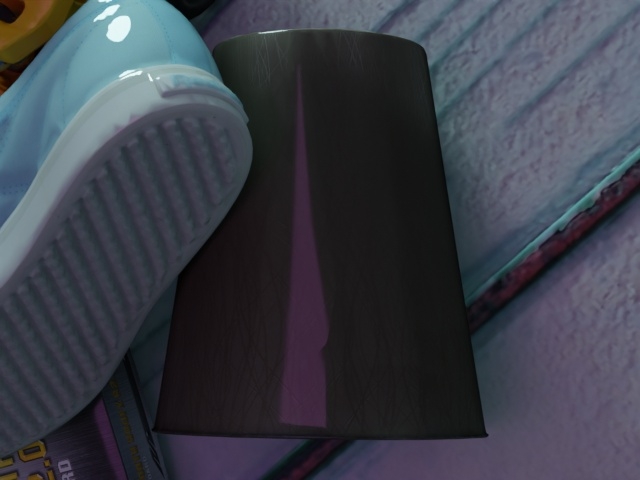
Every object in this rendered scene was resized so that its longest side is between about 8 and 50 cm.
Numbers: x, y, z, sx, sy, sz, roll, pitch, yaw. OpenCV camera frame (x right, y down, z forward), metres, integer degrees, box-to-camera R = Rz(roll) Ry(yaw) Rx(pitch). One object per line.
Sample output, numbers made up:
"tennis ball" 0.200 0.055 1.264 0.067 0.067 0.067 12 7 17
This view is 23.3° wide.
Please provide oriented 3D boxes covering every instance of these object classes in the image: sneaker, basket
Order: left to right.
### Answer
"sneaker" -0.177 0.001 0.923 0.366 0.135 0.150 -43 47 25
"basket" 0.000 0.000 0.909 0.204 0.154 0.227 -1 85 27

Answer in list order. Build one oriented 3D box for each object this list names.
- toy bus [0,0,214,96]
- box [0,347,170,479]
"toy bus" -0.176 -0.165 0.952 0.149 0.211 0.220 32 103 19
"box" -0.194 0.157 1.020 0.183 0.056 0.231 -17 89 21
